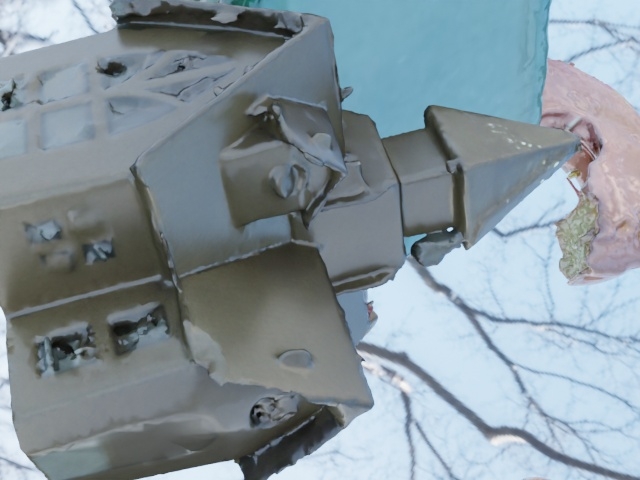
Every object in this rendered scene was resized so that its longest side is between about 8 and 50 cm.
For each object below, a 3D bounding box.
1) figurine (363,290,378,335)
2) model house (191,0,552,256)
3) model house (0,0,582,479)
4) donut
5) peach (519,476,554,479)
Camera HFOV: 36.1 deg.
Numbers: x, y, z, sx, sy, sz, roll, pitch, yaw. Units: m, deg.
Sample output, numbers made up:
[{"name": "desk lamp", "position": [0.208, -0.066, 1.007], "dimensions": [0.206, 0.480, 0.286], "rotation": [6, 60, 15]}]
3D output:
[{"name": "figurine", "position": [-0.010, 0.016, 1.056], "dimensions": [0.261, 0.186, 0.382], "rotation": [-42, 163, -42]}, {"name": "model house", "position": [-0.021, -0.144, 0.600], "dimensions": [0.230, 0.280, 0.249], "rotation": [-34, -126, -20]}, {"name": "model house", "position": [0.000, 0.000, 0.408], "dimensions": [0.248, 0.181, 0.176], "rotation": [-16, -136, -4]}, {"name": "donut", "position": [0.221, -0.069, 0.894], "dimensions": [0.199, 0.233, 0.085], "rotation": [-34, 165, -35]}, {"name": "peach", "position": [0.291, 0.406, 1.310], "dimensions": [0.184, 0.184, 0.184], "rotation": [-32, -139, 33]}]
